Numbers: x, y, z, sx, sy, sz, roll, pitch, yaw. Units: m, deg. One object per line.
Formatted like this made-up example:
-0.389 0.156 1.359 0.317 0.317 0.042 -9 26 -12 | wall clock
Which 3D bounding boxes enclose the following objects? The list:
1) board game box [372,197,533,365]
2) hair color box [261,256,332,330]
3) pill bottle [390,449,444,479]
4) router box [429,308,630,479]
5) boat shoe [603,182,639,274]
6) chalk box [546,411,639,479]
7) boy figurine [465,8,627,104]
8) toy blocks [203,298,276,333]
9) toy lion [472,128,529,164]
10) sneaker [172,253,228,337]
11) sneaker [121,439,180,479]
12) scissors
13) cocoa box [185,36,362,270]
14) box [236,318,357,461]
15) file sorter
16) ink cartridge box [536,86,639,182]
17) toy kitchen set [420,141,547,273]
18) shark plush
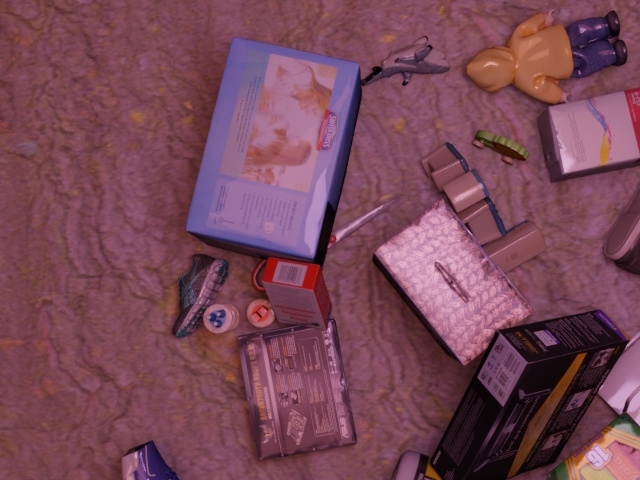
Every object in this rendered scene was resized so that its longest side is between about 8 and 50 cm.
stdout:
0.213 0.073 1.732 0.141 0.291 0.232 -38 85 0 | board game box
-0.038 0.094 1.765 0.093 0.167 0.053 9 62 13 | hair color box
0.269 0.502 1.749 0.334 0.188 0.187 19 87 6 | pill bottle
0.341 0.266 1.679 0.081 0.243 0.308 50 133 38 | router box
0.631 -0.089 1.824 0.096 0.112 0.335 31 94 -13 | boat shoe
0.543 0.465 1.699 0.180 0.179 0.289 -40 61 -2 | chalk box
0.406 -0.324 1.849 0.285 0.092 0.177 -16 86 2 | boy figurine
-0.143 0.134 1.815 0.123 0.148 0.054 -7 86 2 | toy blocks
0.327 -0.171 1.839 0.100 0.096 0.034 28 88 4 | toy lion
-0.235 0.098 1.874 0.076 0.065 0.166 27 84 20 | sneaker
-0.228 0.494 1.818 0.182 0.127 0.315 -18 93 -2 | sneaker
0.000 0.000 1.880 0.109 0.021 0.297 44 90 6 | scissors
-0.072 -0.143 1.779 0.232 0.228 0.347 12 84 5 | cocoa box
-0.042 0.270 1.847 0.183 0.056 0.231 -11 85 2 | box
0.625 0.269 1.723 0.193 0.173 0.277 -42 66 -1 | file sorter
0.490 -0.185 1.817 0.176 0.128 0.127 -12 86 1 | ink cartridge box
0.295 -0.067 1.853 0.122 0.166 0.207 -29 122 1 | toy kitchen set
0.155 -0.316 1.880 0.161 0.073 0.067 -24 116 -4 | shark plush
